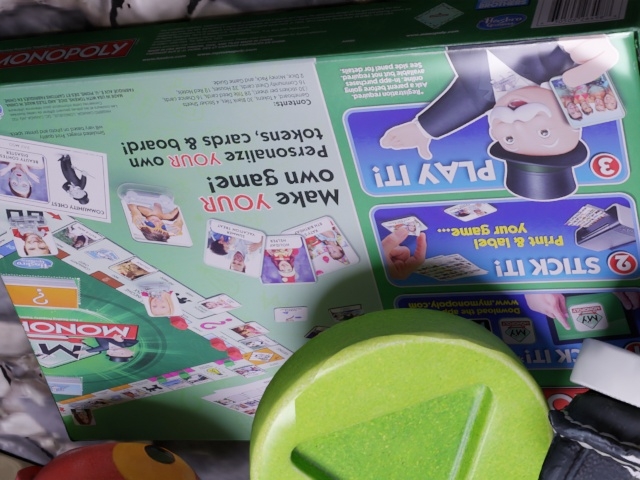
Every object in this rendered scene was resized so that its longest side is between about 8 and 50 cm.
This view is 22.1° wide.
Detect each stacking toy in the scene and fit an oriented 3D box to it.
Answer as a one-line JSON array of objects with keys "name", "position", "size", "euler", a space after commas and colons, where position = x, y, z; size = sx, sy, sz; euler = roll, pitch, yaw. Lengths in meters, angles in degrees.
[{"name": "stacking toy", "position": [0.022, 0.149, 0.790], "size": [0.309, 0.130, 0.279], "euler": [35, 107, -26]}]

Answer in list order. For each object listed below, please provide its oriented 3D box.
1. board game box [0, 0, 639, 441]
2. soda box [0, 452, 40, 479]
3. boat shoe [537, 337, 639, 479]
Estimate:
[{"name": "board game box", "position": [0.000, 0.000, 0.739], "size": [0.317, 0.046, 0.213], "euler": [-2, 127, 20]}, {"name": "soda box", "position": [-0.118, 0.183, 0.909], "size": [0.181, 0.061, 0.058], "euler": [20, 129, 3]}, {"name": "boat shoe", "position": [0.213, 0.138, 0.696], "size": [0.303, 0.114, 0.091], "euler": [26, 88, -17]}]
